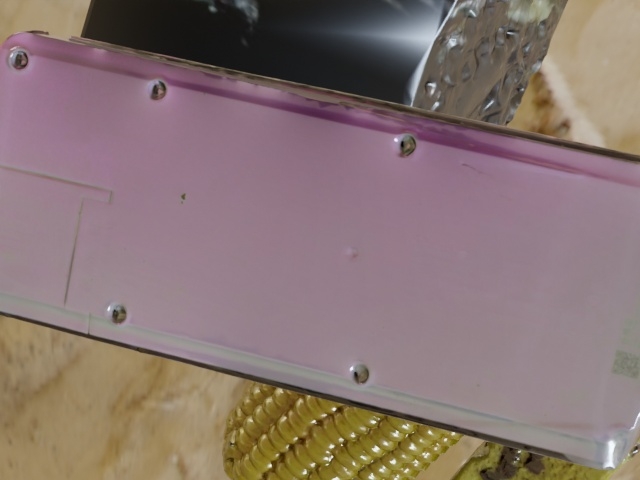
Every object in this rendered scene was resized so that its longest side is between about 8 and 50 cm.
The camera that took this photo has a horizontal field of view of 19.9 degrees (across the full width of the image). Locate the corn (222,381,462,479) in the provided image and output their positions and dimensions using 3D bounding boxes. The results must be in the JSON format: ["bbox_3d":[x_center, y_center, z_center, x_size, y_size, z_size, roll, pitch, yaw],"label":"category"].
[{"bbox_3d":[0.078,0.078,1.249,0.344,0.131,0.131,-38,73,24],"label":"corn"}]

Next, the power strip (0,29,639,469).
[{"bbox_3d":[0.000,0.000,0.662,0.279,0.037,0.109,13,100,11],"label":"power strip"}]

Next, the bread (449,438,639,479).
[{"bbox_3d":[0.150,0.169,1.304,0.088,0.226,0.049,42,31,10],"label":"bread"}]

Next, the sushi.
[{"bbox_3d":[0.004,-0.085,0.914,0.215,0.227,0.212,17,107,-1],"label":"sushi"}]
